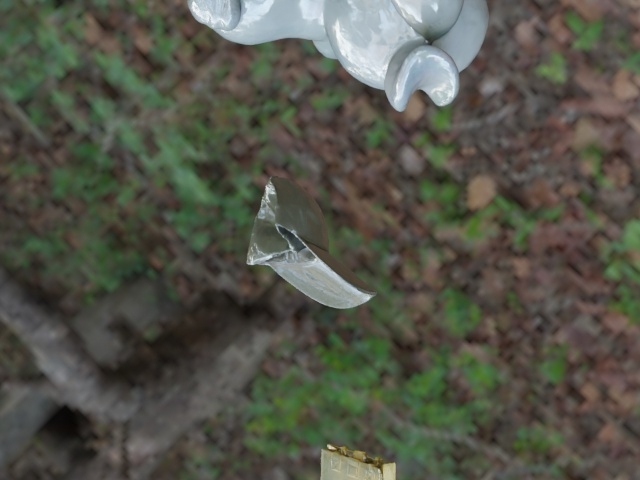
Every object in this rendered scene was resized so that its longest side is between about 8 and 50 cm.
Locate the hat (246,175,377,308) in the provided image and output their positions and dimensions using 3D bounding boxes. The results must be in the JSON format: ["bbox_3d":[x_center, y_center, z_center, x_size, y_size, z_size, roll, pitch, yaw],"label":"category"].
[{"bbox_3d":[0.000,0.000,2.399,0.173,0.144,0.166,16,162,-12],"label":"hat"}]

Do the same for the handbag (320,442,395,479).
[{"bbox_3d":[0.038,0.250,1.911,0.083,0.027,0.061,16,118,31],"label":"handbag"}]

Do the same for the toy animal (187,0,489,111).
[{"bbox_3d":[0.028,-0.230,1.674,0.310,0.247,0.182,28,107,19],"label":"toy animal"}]
